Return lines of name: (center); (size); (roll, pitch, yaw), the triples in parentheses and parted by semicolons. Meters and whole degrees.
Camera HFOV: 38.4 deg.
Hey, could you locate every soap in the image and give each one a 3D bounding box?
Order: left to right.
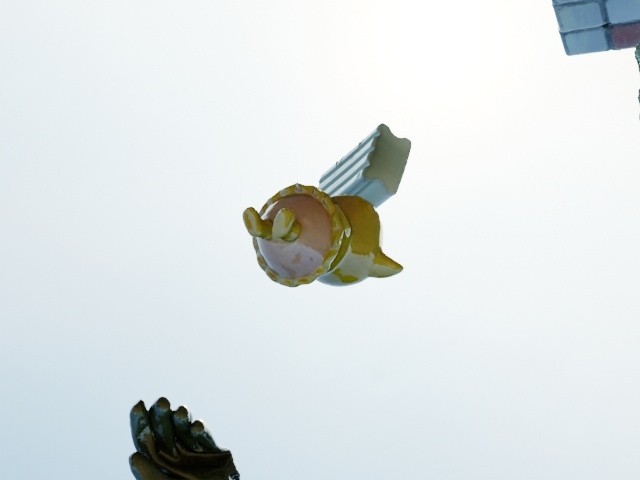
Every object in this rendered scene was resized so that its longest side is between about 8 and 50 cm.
soap: (0.056, -0.088, 1.468); (0.067, 0.198, 0.119); (32, -124, -15)

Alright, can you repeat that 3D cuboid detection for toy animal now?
toy animal: (-0.004, 0.000, 1.203); (0.230, 0.156, 0.156); (20, -161, -51)

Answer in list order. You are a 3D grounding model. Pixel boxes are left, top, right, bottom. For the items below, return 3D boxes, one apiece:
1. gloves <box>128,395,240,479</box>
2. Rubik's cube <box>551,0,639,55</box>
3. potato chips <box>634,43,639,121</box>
gloves: (-0.175, 0.317, 1.246); (0.107, 0.268, 0.135); (-5, -149, 45)
Rubik's cube: (0.423, -0.422, 1.190); (0.254, 0.256, 0.259); (-4, 154, 24)
potato chips: (0.310, -0.127, 0.809); (0.092, 0.028, 0.207); (37, 168, 42)
